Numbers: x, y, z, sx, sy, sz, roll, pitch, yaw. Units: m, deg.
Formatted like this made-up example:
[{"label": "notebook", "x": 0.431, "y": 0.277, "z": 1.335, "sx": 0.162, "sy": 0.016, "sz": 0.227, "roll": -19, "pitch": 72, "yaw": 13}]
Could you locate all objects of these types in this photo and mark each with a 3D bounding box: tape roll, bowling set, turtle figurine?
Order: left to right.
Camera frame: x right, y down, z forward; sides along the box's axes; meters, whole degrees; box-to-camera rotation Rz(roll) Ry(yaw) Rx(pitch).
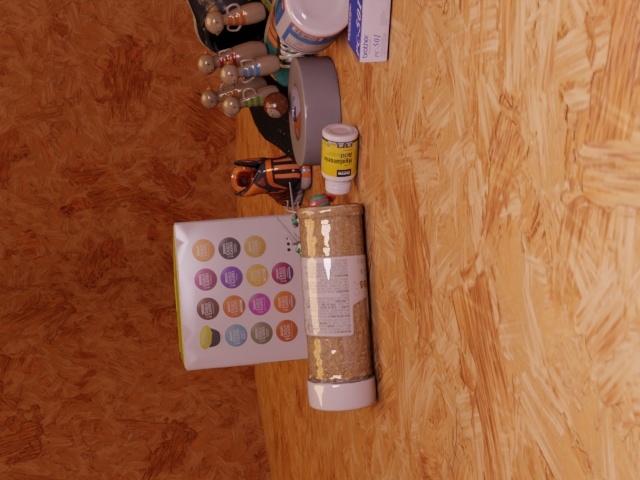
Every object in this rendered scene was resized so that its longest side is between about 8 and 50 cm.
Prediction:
[{"label": "bowling set", "x": -0.164, "y": -0.336, "z": 1.861, "sx": 0.287, "sy": 0.154, "sz": 0.199, "roll": 90, "pitch": 159, "yaw": -52}, {"label": "tape roll", "x": -0.015, "y": -0.259, "z": 1.788, "sx": 0.219, "sy": 0.072, "sz": 0.219, "roll": 176, "pitch": 90, "yaw": -81}, {"label": "turtle figurine", "x": 0.000, "y": 0.000, "z": 1.693, "sx": 0.175, "sy": 0.118, "sz": 0.234, "roll": -73, "pitch": -34, "yaw": -76}]

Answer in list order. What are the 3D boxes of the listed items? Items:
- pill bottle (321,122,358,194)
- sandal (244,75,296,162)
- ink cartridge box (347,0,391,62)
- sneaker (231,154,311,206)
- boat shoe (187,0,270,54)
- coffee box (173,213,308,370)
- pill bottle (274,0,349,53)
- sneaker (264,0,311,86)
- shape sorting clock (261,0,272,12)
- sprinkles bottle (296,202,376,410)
[{"label": "pill bottle", "x": 0.033, "y": -0.143, "z": 1.579, "sx": 0.065, "sy": 0.065, "sz": 0.116, "roll": -110, "pitch": 17, "yaw": -57}, {"label": "sandal", "x": -0.076, "y": -0.302, "z": 2.104, "sx": 0.445, "sy": 0.107, "sz": 0.167, "roll": -129, "pitch": 35, "yaw": -51}, {"label": "ink cartridge box", "x": 0.073, "y": -0.376, "z": 1.303, "sx": 0.097, "sy": 0.046, "sz": 0.207, "roll": -108, "pitch": 17, "yaw": -58}, {"label": "sneaker", "x": -0.133, "y": -0.154, "z": 2.197, "sx": 0.321, "sy": 0.180, "sz": 0.124, "roll": 127, "pitch": 138, "yaw": -75}, {"label": "boat shoe", "x": -0.199, "y": -0.504, "z": 2.101, "sx": 0.156, "sy": 0.187, "sz": 0.500, "roll": 62, "pitch": -179, "yaw": 10}, {"label": "coffee box", "x": -0.183, "y": 0.117, "z": 2.158, "sx": 0.338, "sy": 0.335, "sz": 0.337, "roll": 174, "pitch": 92, "yaw": -80}, {"label": "pill bottle", "x": -0.017, "y": -0.402, "z": 1.583, "sx": 0.221, "sy": 0.124, "sz": 0.124, "roll": -174, "pitch": 79, "yaw": -80}, {"label": "sneaker", "x": -0.059, "y": -0.442, "z": 1.857, "sx": 0.121, "sy": 0.108, "sz": 0.302, "roll": -99, "pitch": 11, "yaw": -50}, {"label": "shape sorting clock", "x": -0.114, "y": -0.567, "z": 2.319, "sx": 0.206, "sy": 0.040, "sz": 0.206, "roll": 165, "pitch": 90, "yaw": -76}, {"label": "sprinkles bottle", "x": 0.027, "y": 0.114, "z": 1.561, "sx": 0.121, "sy": 0.121, "sz": 0.355, "roll": -175, "pitch": 81, "yaw": -80}]
